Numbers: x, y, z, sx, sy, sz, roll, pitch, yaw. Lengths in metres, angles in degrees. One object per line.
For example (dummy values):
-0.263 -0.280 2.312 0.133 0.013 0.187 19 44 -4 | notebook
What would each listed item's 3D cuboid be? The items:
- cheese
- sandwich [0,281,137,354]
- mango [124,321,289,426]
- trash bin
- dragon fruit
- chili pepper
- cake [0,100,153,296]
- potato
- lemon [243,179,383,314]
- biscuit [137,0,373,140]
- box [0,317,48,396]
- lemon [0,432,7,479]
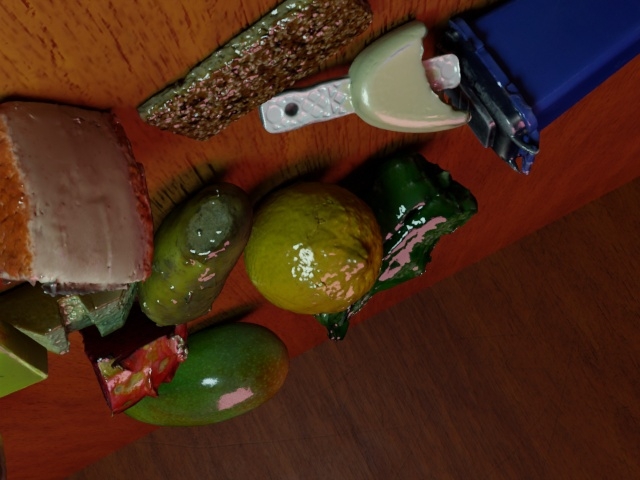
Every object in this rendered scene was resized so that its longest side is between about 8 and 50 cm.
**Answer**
0.048 -0.160 0.966 0.235 0.127 0.050 -15 -156 -8 | cheese
-0.318 0.083 1.151 0.244 0.088 0.090 -23 163 -19 | sandwich
-0.247 0.292 1.885 0.382 0.201 0.225 -14 -174 -13 | mango
0.273 -0.213 1.047 0.234 0.184 0.162 -34 168 0 | trash bin
-0.243 0.159 1.258 0.161 0.126 0.274 -24 -162 -16 | dragon fruit
0.079 0.012 1.449 0.213 0.167 0.385 -8 143 -53 | chili pepper
-0.296 -0.043 0.800 0.262 0.159 0.158 4 -178 26 | cake
-0.161 0.015 1.119 0.251 0.113 0.149 -58 -175 47 | potato
-0.012 0.010 1.266 0.192 0.192 0.231 -20 -163 -30 | lemon
-0.057 -0.169 0.859 0.231 0.025 0.131 -32 167 18 | biscuit
-0.453 0.144 0.884 0.311 0.043 0.173 -23 143 10 | box
-0.571 0.321 1.239 0.219 0.240 0.240 -15 166 -2 | lemon
